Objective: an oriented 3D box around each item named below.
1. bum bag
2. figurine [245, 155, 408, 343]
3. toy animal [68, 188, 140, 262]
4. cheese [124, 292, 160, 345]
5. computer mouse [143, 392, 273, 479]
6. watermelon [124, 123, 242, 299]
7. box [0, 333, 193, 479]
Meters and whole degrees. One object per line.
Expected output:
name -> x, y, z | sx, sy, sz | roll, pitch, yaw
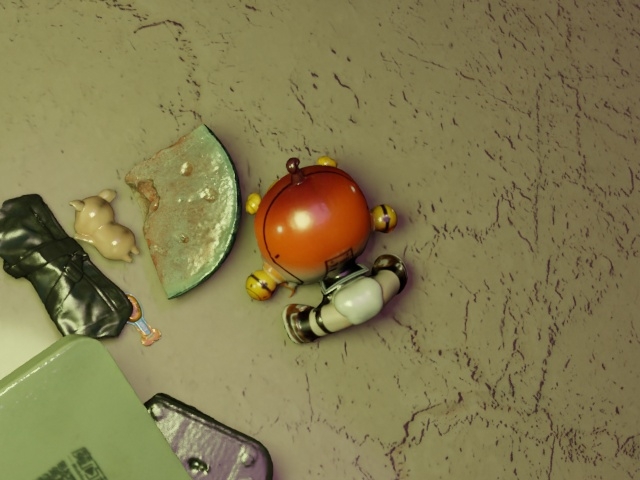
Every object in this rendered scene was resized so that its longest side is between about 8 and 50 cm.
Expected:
bum bag -> -0.460, 0.055, 1.862 | 0.137, 0.074, 0.310 | -40, 85, -29
figurine -> 0.002, 0.001, 1.946 | 0.320, 0.196, 0.323 | -30, 95, -15
toy animal -> -0.383, -0.023, 1.905 | 0.089, 0.083, 0.150 | -36, 99, 19
cheese -> -0.331, 0.138, 1.910 | 0.047, 0.017, 0.111 | -38, 89, -18
computer mouse -> -0.216, 0.384, 1.833 | 0.269, 0.100, 0.170 | 28, 74, -3
watermelon -> -0.250, -0.050, 1.945 | 0.226, 0.148, 0.318 | 11, 86, 5
box -> -0.411, 0.380, 1.642 | 0.373, 0.090, 0.367 | -36, 106, -25
